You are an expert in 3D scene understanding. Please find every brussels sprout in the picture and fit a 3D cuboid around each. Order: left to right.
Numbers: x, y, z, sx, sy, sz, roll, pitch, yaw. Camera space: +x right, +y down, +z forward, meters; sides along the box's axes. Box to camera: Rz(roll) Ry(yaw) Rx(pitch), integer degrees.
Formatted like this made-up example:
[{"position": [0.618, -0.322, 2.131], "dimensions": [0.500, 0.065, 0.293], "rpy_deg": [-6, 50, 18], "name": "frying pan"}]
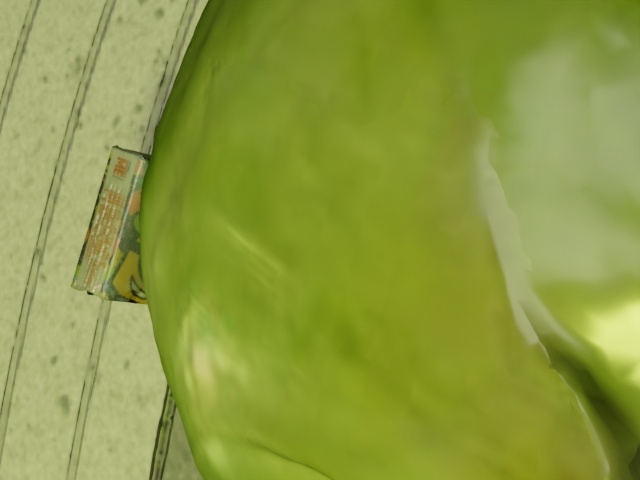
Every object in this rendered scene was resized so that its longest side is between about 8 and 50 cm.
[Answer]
[{"position": [0.090, -0.004, 0.560], "dimensions": [0.328, 0.247, 0.328], "rpy_deg": [11, 107, 37], "name": "brussels sprout"}]

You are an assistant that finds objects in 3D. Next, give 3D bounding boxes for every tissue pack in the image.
[{"position": [-0.098, -0.006, 0.948], "dimensions": [0.035, 0.063, 0.083], "rpy_deg": [21, 98, 40], "name": "tissue pack"}]
